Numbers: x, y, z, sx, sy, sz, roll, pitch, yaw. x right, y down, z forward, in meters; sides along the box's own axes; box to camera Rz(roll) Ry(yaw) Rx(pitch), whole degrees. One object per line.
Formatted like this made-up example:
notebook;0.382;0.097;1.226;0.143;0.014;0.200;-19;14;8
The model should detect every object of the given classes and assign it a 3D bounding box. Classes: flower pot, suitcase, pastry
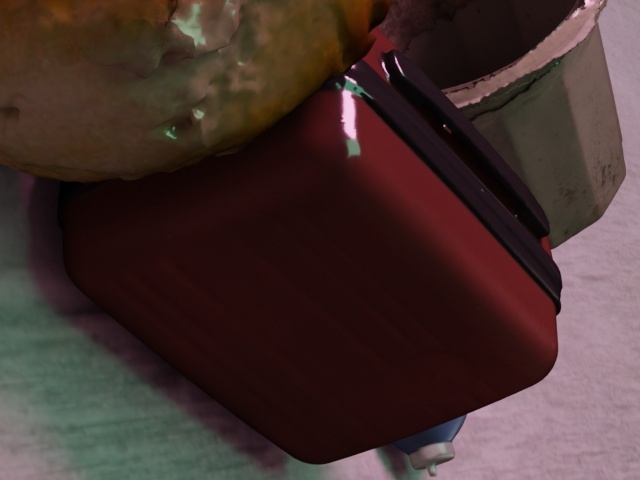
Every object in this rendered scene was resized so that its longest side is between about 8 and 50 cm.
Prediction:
flower pot;0.131;-0.130;1.554;0.259;0.290;0.290;63;21;-45
suitcase;0.000;0.000;1.177;0.297;0.236;0.161;44;33;-41
pastry;-0.106;-0.167;1.050;0.136;0.330;0.329;66;19;-45

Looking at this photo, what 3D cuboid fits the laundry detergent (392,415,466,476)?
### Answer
laundry detergent;0.066;0.083;1.443;0.097;0.061;0.206;16;56;-62
